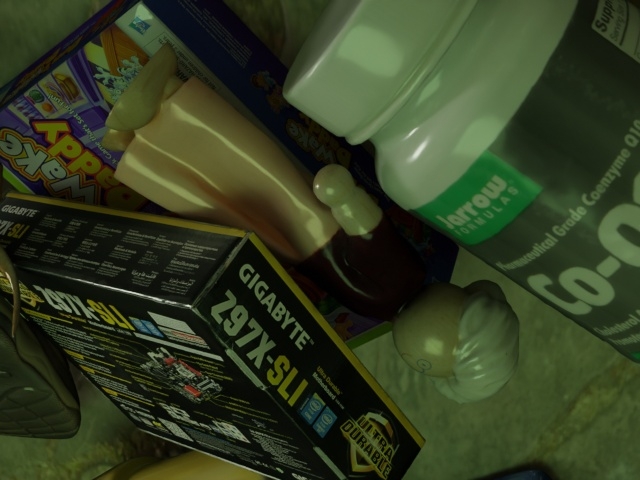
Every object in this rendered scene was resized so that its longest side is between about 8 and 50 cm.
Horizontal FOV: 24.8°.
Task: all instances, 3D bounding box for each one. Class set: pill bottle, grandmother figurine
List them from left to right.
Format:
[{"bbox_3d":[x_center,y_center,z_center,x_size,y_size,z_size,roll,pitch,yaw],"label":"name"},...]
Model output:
[{"bbox_3d":[0.000,0.000,1.060,0.342,0.104,0.208,36,175,-4],"label":"grandmother figurine"},{"bbox_3d":[0.167,-0.070,1.006,0.361,0.204,0.204,33,132,-11],"label":"pill bottle"}]

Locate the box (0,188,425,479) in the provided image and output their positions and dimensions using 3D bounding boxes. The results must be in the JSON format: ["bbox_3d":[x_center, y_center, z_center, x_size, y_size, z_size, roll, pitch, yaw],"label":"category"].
[{"bbox_3d":[-0.105,0.082,1.145,0.322,0.079,0.257,9,145,48],"label":"box"}]

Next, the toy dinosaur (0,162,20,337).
[{"bbox_3d":[-0.278,-0.007,1.135,0.211,0.064,0.112,16,98,35],"label":"toy dinosaur"}]

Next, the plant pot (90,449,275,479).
[{"bbox_3d":[-0.096,0.304,1.416,0.239,0.254,0.254,-33,115,22],"label":"plant pot"}]

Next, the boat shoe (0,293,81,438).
[{"bbox_3d":[-0.289,0.086,1.357,0.132,0.130,0.355,6,153,3],"label":"boat shoe"}]

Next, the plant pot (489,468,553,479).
[{"bbox_3d":[0.170,0.394,1.406,0.236,0.236,0.212,-26,125,35],"label":"plant pot"}]

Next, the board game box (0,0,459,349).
[{"bbox_3d":[-0.087,-0.038,1.207,0.233,0.078,0.347,-30,116,36],"label":"board game box"}]
